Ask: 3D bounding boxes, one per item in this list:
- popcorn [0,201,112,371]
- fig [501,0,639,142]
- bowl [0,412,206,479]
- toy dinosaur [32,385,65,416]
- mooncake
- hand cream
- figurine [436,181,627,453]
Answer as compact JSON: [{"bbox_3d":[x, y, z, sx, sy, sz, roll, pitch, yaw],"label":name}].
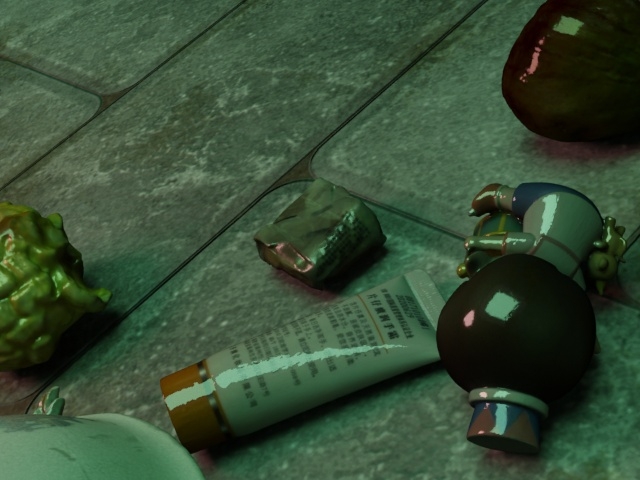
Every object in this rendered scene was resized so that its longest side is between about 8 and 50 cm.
[{"bbox_3d":[-0.385,0.051,1.279,0.217,0.181,0.235,-20,42,5],"label":"popcorn"},{"bbox_3d":[0.359,-0.169,1.174,0.290,0.190,0.190,34,58,3],"label":"fig"},{"bbox_3d":[-0.310,0.298,0.820,0.435,0.196,0.434,-21,46,24],"label":"bowl"},{"bbox_3d":[-0.252,0.314,0.967,0.206,0.092,0.392,-9,54,27],"label":"toy dinosaur"},{"bbox_3d":[0.000,0.000,1.202,0.125,0.073,0.130,-41,38,-14],"label":"mooncake"},{"bbox_3d":[-0.011,0.120,1.060,0.314,0.089,0.139,-22,38,-1],"label":"hand cream"},{"bbox_3d":[0.188,0.069,0.963,0.158,0.161,0.275,-48,10,48],"label":"figurine"}]
